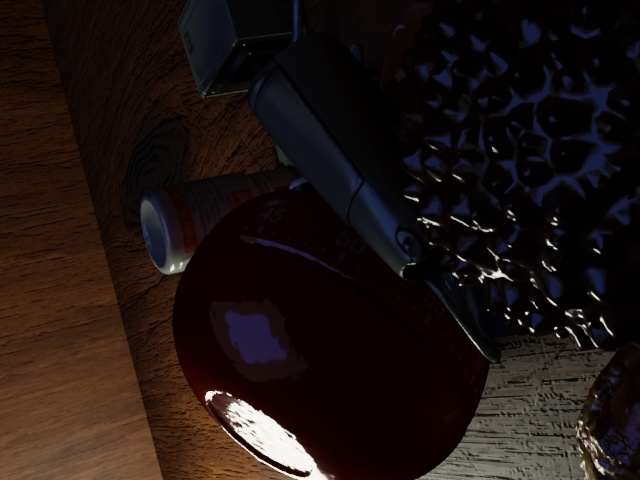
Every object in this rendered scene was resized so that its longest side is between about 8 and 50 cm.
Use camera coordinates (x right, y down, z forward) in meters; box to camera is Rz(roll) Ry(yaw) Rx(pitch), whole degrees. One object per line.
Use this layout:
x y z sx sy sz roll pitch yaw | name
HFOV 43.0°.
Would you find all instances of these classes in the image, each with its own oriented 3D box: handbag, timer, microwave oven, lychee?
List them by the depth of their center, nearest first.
0.212 -0.081 0.532 0.330 0.306 0.306 8 115 19 | lychee
0.079 -0.035 0.735 0.109 0.241 0.315 -43 68 11 | handbag
0.006 0.121 0.957 0.377 0.279 0.378 27 151 16 | timer
-0.126 -0.337 1.278 0.205 0.129 0.163 -32 75 63 | microwave oven

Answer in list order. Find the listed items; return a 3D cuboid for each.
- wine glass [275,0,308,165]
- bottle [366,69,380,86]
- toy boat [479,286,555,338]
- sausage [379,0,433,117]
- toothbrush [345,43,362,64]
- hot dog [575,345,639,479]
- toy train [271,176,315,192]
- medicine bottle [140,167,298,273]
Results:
-0.091 -0.240 1.102 0.096 0.264 0.310 23 122 45 | wine glass
0.056 -0.096 1.086 0.096 0.079 0.254 -171 70 -72 | bottle
0.217 -0.006 0.793 0.103 0.092 0.246 -129 35 -53 | toy boat
0.121 -0.134 0.889 0.133 0.133 0.259 44 138 48 | sausage
0.051 -0.129 1.146 0.024 0.021 0.288 -138 42 -65 | toothbrush
0.294 0.172 0.655 0.150 0.153 0.257 40 136 50 | hot dog
0.000 0.000 1.218 0.131 0.082 0.204 131 121 -75 | toy train
-0.158 -0.038 1.341 0.144 0.252 0.145 35 133 49 | medicine bottle
